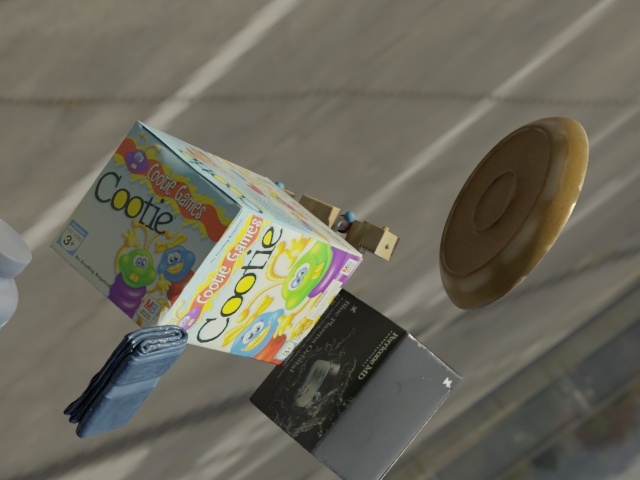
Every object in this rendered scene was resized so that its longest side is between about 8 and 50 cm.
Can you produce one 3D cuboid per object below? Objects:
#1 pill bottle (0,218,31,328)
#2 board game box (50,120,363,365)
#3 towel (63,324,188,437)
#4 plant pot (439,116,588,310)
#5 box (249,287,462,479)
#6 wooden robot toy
[{"bbox_3d":[-0.464,0.087,2.208,0.264,0.146,0.146,-48,168,14],"label":"pill bottle"},{"bbox_3d":[-0.100,0.010,1.725,0.142,0.144,0.275,-54,155,6],"label":"board game box"},{"bbox_3d":[-0.161,0.114,1.526,0.067,0.029,0.119,-9,145,-48],"label":"towel"},{"bbox_3d":[0.197,-0.036,1.963,0.236,0.032,0.236,-48,-158,27],"label":"plant pot"},{"bbox_3d":[0.034,0.151,1.865,0.156,0.093,0.158,-51,-149,-4],"label":"box"},{"bbox_3d":[0.000,0.000,1.959,0.079,0.173,0.076,-65,153,-3],"label":"wooden robot toy"}]
